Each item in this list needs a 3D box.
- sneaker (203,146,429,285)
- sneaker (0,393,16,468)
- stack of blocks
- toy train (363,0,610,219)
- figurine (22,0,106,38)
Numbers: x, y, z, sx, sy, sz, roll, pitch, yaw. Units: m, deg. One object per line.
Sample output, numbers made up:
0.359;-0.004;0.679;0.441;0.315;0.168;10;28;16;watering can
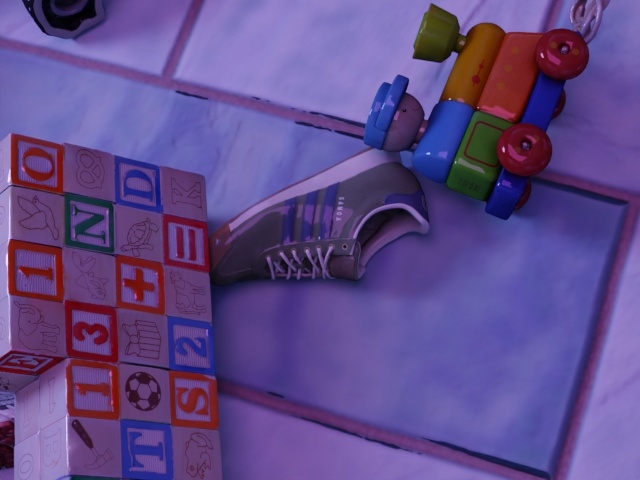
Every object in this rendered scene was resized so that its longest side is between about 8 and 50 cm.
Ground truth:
0.000;0.000;1.061;0.192;0.064;0.086;-29;63;-8;sneaker
-0.299;0.128;1.041;0.225;0.088;0.092;-3;63;4;sneaker
-0.172;0.084;0.990;0.171;0.087;0.297;11;63;-36;stack of blocks
0.140;-0.154;1.070;0.143;0.105;0.248;22;73;4;toy train
-0.205;-0.321;1.211;0.215;0.092;0.209;-29;63;-5;figurine
